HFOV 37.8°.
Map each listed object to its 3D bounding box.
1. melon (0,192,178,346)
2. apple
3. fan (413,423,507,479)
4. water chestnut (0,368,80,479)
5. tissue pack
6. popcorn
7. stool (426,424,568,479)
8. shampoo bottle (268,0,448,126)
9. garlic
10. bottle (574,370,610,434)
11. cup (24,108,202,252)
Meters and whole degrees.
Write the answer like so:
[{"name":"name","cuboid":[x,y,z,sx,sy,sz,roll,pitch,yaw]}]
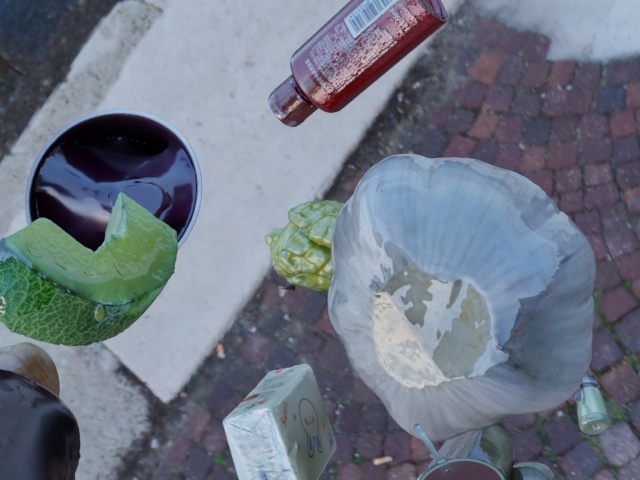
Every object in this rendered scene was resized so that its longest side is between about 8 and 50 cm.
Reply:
[{"name":"melon","cuboid":[-0.198,0.024,0.814,0.064,0.209,0.118,-38,90,30]},{"name":"apple","cuboid":[-0.474,0.226,1.433,0.146,0.146,0.131,-11,90,26]},{"name":"fan","cuboid":[0.115,0.209,0.837,0.085,0.133,0.005,-26,27,15]},{"name":"water chestnut","cuboid":[-0.223,0.238,0.539,0.347,0.335,0.335,10,73,-1]},{"name":"tissue pack","cuboid":[-0.051,0.272,1.303,0.092,0.196,0.148,-16,97,16]},{"name":"popcorn","cuboid":[0.000,0.012,1.402,0.173,0.173,0.142,-6,91,28]},{"name":"stool","cuboid":[0.322,0.440,1.565,0.264,0.179,0.179,38,92,0]},{"name":"shampoo bottle","cuboid":[0.046,-0.286,1.420,0.314,0.076,0.118,-37,95,35]},{"name":"garlic","cuboid":[0.152,0.049,1.016,0.317,0.259,0.317,3,99,20]},{"name":"bottle","cuboid":[0.416,0.249,1.448,0.047,0.063,0.101,-9,43,8]},{"name":"cup","cuboid":[-0.287,-0.023,1.269,0.208,0.273,0.288,21,85,-9]}]
